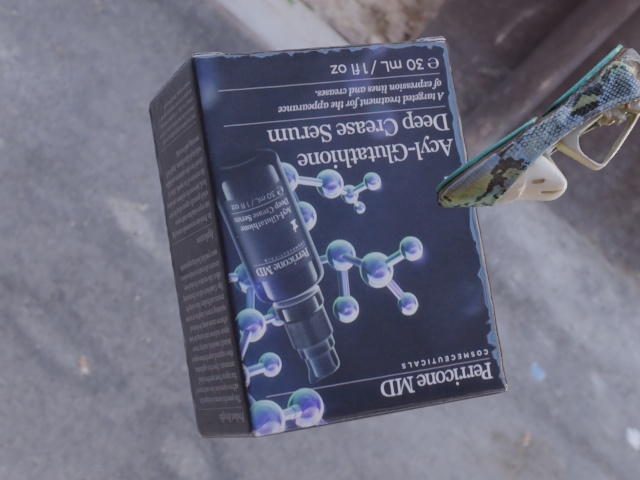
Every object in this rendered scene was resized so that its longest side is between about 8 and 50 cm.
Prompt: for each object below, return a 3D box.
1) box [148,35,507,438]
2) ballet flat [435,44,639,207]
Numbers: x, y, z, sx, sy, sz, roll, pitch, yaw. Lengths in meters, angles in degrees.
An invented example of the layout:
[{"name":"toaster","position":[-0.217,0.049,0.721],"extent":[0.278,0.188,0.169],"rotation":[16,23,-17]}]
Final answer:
[{"name":"box","position":[0.000,0.000,1.400],"extent":[0.293,0.212,0.395],"rotation":[-8,85,-21]},{"name":"ballet flat","position":[0.171,-0.067,0.920],"extent":[0.070,0.188,0.070],"rotation":[51,-8,10]}]
